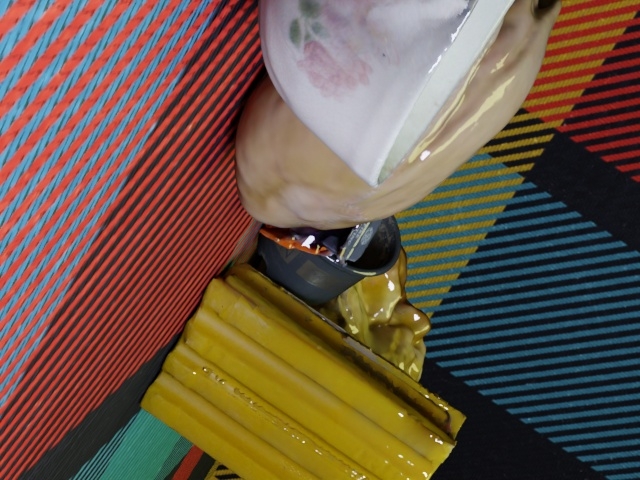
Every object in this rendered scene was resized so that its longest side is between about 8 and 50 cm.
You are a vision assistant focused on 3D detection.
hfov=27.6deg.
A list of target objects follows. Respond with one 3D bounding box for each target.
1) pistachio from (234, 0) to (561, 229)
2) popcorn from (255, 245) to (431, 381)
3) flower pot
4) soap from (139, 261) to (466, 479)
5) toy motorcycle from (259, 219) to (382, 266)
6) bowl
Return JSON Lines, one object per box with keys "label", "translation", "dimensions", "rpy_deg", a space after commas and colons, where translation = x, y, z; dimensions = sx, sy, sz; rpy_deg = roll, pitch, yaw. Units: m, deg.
{"label": "pistachio", "translation": [0.049, -0.117, 1.005], "dimensions": [0.293, 0.162, 0.181], "rpy_deg": [-44, -142, 12]}
{"label": "popcorn", "translation": [0.013, 0.132, 1.660], "dimensions": [0.225, 0.265, 0.332], "rpy_deg": [-16, -137, 35]}
{"label": "flower pot", "translation": [0.000, 0.000, 1.498], "dimensions": [0.107, 0.157, 0.157], "rpy_deg": [-44, -177, 37]}
{"label": "soap", "translation": [-0.017, 0.188, 1.455], "dimensions": [0.204, 0.324, 0.096], "rpy_deg": [-57, 176, 25]}
{"label": "toy motorcycle", "translation": [0.056, -0.126, 1.299], "dimensions": [0.326, 0.148, 0.221], "rpy_deg": [-58, 153, -2]}
{"label": "bowl", "translation": [0.053, -0.182, 0.784], "dimensions": [0.277, 0.145, 0.277], "rpy_deg": [-54, 174, -9]}
